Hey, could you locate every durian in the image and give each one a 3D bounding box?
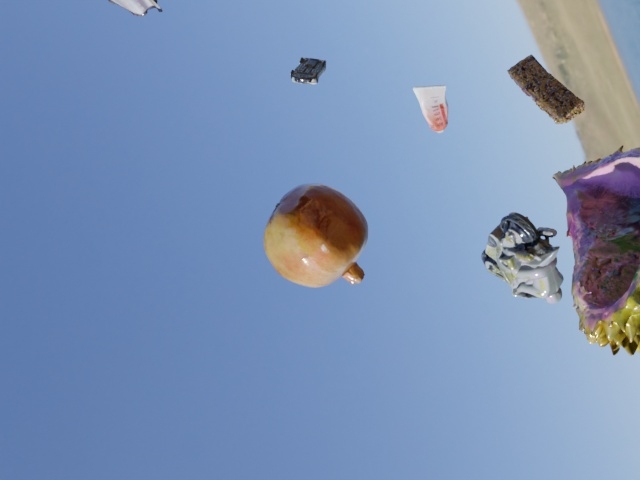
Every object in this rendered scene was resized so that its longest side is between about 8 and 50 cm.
[{"bbox_3d":[0.346,-0.005,0.847,0.186,0.154,0.260,91,-173,-60],"label":"durian"}]

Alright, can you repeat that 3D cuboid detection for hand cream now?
[{"bbox_3d":[0.223,-0.254,1.545,0.038,0.052,0.216,61,-173,17],"label":"hand cream"}]

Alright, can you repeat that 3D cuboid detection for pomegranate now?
[{"bbox_3d":[0.000,0.000,1.908,0.270,0.229,0.252,38,-148,-4],"label":"pomegranate"}]

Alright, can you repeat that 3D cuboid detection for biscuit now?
[{"bbox_3d":[0.445,-0.301,1.593,0.034,0.064,0.199,45,-168,-45],"label":"biscuit"}]

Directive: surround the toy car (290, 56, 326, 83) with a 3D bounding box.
[{"bbox_3d":[-0.018,-0.254,1.213,0.093,0.041,0.025,-66,-18,-54],"label":"toy car"}]

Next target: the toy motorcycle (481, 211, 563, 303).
[{"bbox_3d":[0.337,0.040,1.306,0.152,0.073,0.225,43,164,14],"label":"toy motorcycle"}]

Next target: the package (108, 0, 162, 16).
[{"bbox_3d":[-0.399,-0.479,1.382,0.062,0.251,0.204,-60,-39,-11],"label":"package"}]
